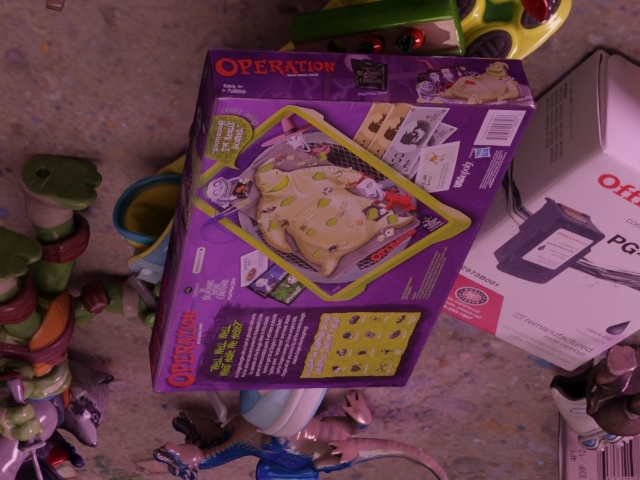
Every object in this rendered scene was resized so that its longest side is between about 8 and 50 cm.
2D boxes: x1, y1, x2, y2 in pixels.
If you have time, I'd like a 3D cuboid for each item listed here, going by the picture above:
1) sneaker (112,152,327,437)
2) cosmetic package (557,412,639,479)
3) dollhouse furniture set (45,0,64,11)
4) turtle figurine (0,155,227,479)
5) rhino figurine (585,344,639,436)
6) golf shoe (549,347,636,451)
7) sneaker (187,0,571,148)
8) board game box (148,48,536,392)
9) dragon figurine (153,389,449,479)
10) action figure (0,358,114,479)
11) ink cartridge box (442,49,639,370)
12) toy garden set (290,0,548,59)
[{"bbox_3d":[-0.078,0.038,1.285,0.208,0.127,0.319,11,134,-8],"label":"sneaker"},{"bbox_3d":[0.318,0.294,1.545,0.153,0.129,0.296,-1,142,9],"label":"cosmetic package"},{"bbox_3d":[-0.186,-0.264,0.960,0.303,0.174,0.355,13,167,-7],"label":"dollhouse furniture set"},{"bbox_3d":[-0.199,0.080,1.306,0.198,0.275,0.266,-22,142,-17],"label":"turtle figurine"},{"bbox_3d":[0.325,0.100,1.275,0.243,0.073,0.106,-15,159,-21],"label":"rhino figurine"},{"bbox_3d":[0.285,0.125,1.384,0.176,0.069,0.086,-34,108,31],"label":"golf shoe"},{"bbox_3d":[0.039,-0.122,1.081,0.295,0.109,0.123,-28,176,22],"label":"sneaker"},{"bbox_3d":[0.000,0.000,1.080,0.208,0.056,0.347,-3,145,-17],"label":"board game box"},{"bbox_3d":[-0.016,0.211,1.532,0.289,0.085,0.144,15,143,-9],"label":"dragon figurine"},{"bbox_3d":[-0.316,0.197,1.411,0.341,0.330,0.178,28,124,36],"label":"action figure"},{"bbox_3d":[0.203,-0.015,1.177,0.172,0.100,0.237,25,140,-22],"label":"ink cartridge box"},{"bbox_3d":[0.055,-0.213,0.917,0.204,0.049,0.244,-7,121,17],"label":"toy garden set"}]
